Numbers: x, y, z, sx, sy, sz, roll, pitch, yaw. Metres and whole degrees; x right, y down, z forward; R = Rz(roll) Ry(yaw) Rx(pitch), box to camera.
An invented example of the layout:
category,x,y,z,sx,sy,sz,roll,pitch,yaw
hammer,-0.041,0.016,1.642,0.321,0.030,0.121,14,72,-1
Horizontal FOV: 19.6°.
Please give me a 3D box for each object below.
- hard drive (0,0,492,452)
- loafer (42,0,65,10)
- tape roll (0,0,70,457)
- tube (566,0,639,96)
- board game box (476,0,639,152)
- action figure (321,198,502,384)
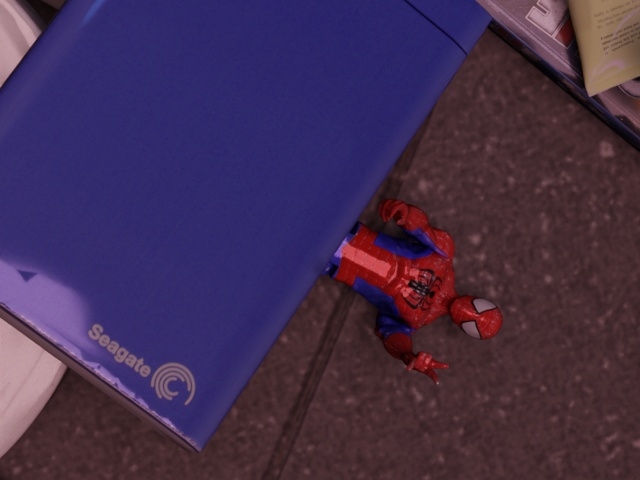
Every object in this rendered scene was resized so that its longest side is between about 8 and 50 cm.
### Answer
category,x,y,z,sx,sy,sz,roll,pitch,yaw
hard drive,-0.066,-0.069,1.070,0.210,0.040,0.318,38,74,-13
loafer,-0.091,-0.160,1.129,0.251,0.087,0.094,24,56,-10
tape roll,-0.320,-0.014,1.101,0.392,0.072,0.392,0,93,-1
tube,0.170,-0.216,1.159,0.070,0.062,0.240,-13,105,36
board game box,0.221,-0.157,1.219,0.243,0.042,0.165,37,88,-10
action figure,0.000,0.000,1.152,0.280,0.139,0.091,26,91,-13
